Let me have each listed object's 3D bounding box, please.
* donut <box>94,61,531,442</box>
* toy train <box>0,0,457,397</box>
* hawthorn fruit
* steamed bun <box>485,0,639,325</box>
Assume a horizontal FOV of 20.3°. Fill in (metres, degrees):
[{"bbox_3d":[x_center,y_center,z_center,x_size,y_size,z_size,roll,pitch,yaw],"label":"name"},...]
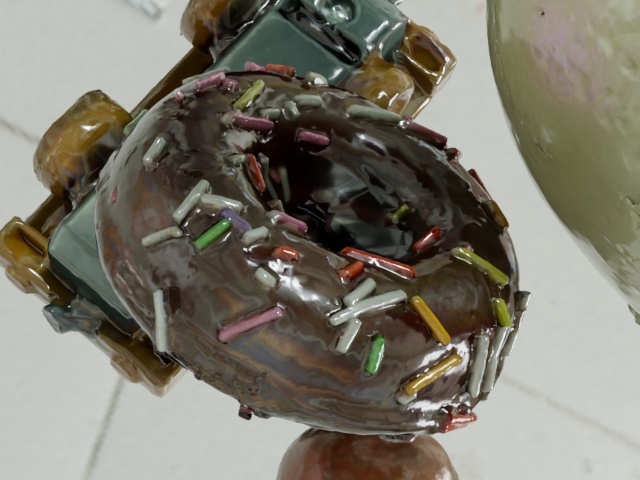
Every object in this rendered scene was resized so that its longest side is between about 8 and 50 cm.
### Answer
[{"bbox_3d":[0.000,0.000,1.016,0.269,0.103,0.270,18,37,-14],"label":"donut"},{"bbox_3d":[-0.055,-0.059,1.260,0.163,0.231,0.369,38,72,11],"label":"toy train"},{"bbox_3d":[0.023,0.223,1.385,0.149,0.149,0.189,37,78,-15],"label":"hawthorn fruit"},{"bbox_3d":[0.216,-0.108,0.943,0.233,0.334,0.312,-15,63,-42],"label":"steamed bun"}]
